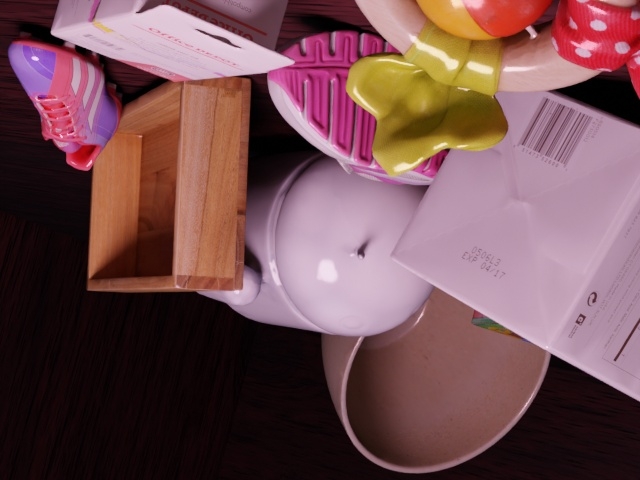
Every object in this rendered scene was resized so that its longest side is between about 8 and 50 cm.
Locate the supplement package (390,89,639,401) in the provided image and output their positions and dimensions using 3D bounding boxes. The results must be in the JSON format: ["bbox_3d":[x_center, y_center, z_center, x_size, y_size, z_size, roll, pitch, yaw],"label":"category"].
[{"bbox_3d":[0.235,0.017,1.137,0.177,0.175,0.293,31,-178,43],"label":"supplement package"}]

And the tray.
[{"bbox_3d":[-0.169,-0.047,1.499,0.076,0.203,0.411,4,177,-21],"label":"tray"}]

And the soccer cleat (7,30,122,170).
[{"bbox_3d":[-0.258,-0.139,1.432,0.083,0.095,0.248,14,173,7],"label":"soccer cleat"}]

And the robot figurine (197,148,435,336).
[{"bbox_3d":[0.000,0.000,1.543,0.300,0.199,0.353,-27,-165,-28],"label":"robot figurine"}]

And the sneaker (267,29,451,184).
[{"bbox_3d":[0.039,-0.096,1.153,0.111,0.103,0.252,5,167,45],"label":"sneaker"}]

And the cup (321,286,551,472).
[{"bbox_3d":[0.133,0.132,2.037,0.331,0.331,0.237,20,-164,-32],"label":"cup"}]

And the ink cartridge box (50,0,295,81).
[{"bbox_3d":[-0.103,-0.169,1.031,0.115,0.067,0.198,19,173,-32],"label":"ink cartridge box"}]

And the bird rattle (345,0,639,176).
[{"bbox_3d":[0.109,-0.124,0.771,0.253,0.143,0.207,3,150,45],"label":"bird rattle"}]

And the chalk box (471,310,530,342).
[{"bbox_3d":[0.273,0.055,1.694,0.213,0.132,0.132,17,172,-18],"label":"chalk box"}]
